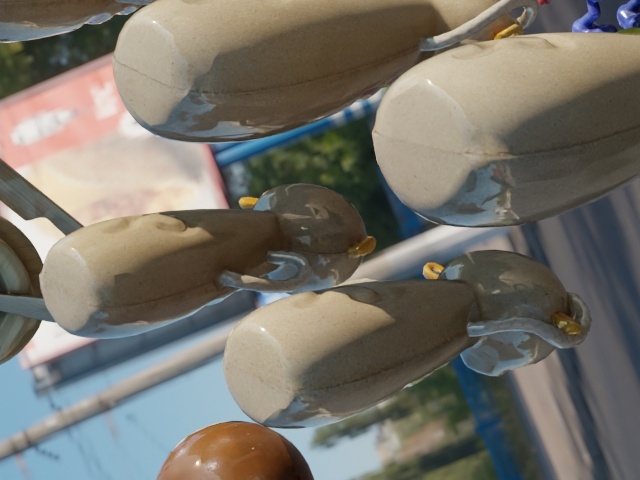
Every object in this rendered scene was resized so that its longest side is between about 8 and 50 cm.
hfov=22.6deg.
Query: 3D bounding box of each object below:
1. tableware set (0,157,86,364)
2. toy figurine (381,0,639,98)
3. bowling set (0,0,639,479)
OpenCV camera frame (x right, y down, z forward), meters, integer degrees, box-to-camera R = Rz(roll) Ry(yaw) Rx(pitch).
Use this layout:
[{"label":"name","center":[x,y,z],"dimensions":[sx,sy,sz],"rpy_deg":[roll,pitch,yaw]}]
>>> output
[{"label":"tableware set","center":[-0.213,-0.005,0.747],"dimensions":[0.194,0.128,0.039],"rpy_deg":[41,-172,-18]},{"label":"toy figurine","center":[0.189,-0.253,1.218],"dimensions":[0.191,0.363,0.217],"rpy_deg":[-128,28,-46]},{"label":"bowling set","center":[0.000,0.000,0.536],"dimensions":[0.287,0.154,0.199],"rpy_deg":[26,119,41]}]
